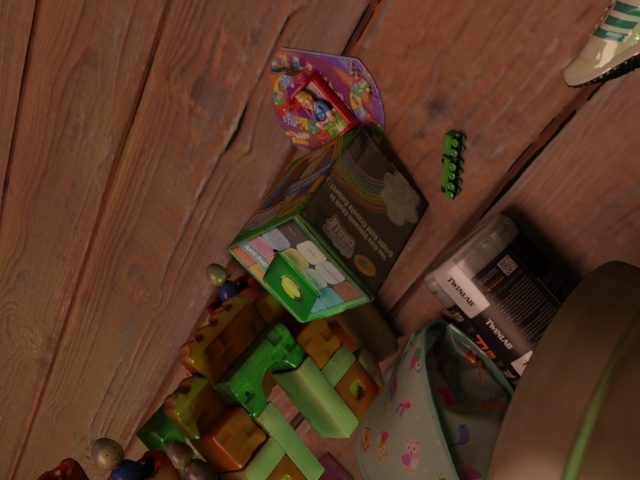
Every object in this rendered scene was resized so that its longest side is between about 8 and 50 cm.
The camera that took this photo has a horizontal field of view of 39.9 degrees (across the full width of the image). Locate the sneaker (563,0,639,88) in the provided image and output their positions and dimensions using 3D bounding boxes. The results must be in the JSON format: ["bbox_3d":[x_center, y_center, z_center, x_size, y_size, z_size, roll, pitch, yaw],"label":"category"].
[{"bbox_3d":[0.267,-0.192,0.751,0.161,0.057,0.075,-32,79,51],"label":"sneaker"}]

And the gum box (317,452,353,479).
[{"bbox_3d":[-0.036,0.433,1.441,0.062,0.107,0.188,45,140,7],"label":"gum box"}]

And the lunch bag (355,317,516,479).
[{"bbox_3d":[0.154,0.257,1.095,0.262,0.160,0.223,67,149,32],"label":"lunch bag"}]

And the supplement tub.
[{"bbox_3d":[0.213,0.075,0.941,0.190,0.117,0.117,49,140,3],"label":"supplement tub"}]

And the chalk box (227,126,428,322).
[{"bbox_3d":[0.000,0.000,0.988,0.132,0.213,0.132,49,140,-17],"label":"chalk box"}]

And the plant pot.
[{"bbox_3d":[0.339,0.209,0.759,0.280,0.323,0.323,19,130,34],"label":"plant pot"}]

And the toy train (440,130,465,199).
[{"bbox_3d":[0.143,-0.082,0.965,0.024,0.017,0.083,31,137,36],"label":"toy train"}]

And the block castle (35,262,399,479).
[{"bbox_3d":[-0.135,0.196,1.095,0.303,0.453,0.213,-19,112,48],"label":"block castle"}]

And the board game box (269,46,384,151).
[{"bbox_3d":[-0.004,-0.152,1.035,0.169,0.033,0.133,17,129,34],"label":"board game box"}]
